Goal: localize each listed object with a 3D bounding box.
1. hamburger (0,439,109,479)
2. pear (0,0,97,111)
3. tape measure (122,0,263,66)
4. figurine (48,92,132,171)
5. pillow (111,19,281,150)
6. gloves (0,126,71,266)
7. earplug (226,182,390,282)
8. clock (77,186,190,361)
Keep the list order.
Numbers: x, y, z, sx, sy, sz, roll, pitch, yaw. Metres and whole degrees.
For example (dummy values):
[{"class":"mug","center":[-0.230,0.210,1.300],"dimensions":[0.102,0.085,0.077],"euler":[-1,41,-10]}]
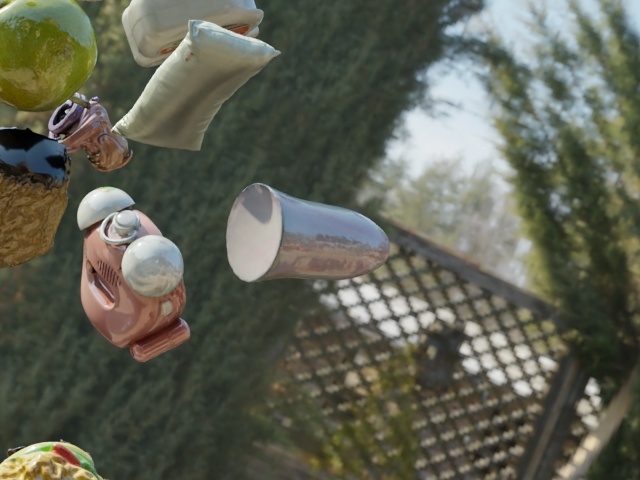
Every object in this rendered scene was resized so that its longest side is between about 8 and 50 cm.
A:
[{"class":"hamburger","center":[-0.469,0.462,2.054],"dimensions":[0.237,0.237,0.149],"euler":[24,-2,-6]},{"class":"pear","center":[-0.395,-0.252,1.704],"dimensions":[0.166,0.180,0.216],"euler":[7,-38,28]},{"class":"tape measure","center":[-0.234,-0.428,2.272],"dimensions":[0.258,0.130,0.265],"euler":[-17,-2,-17]},{"class":"figurine","center":[-0.407,-0.182,2.139],"dimensions":[0.157,0.126,0.114],"euler":[37,-19,-10]},{"class":"pillow","center":[-0.181,-0.211,1.733],"dimensions":[0.144,0.078,0.254],"euler":[8,-38,-36]},{"class":"gloves","center":[-0.482,-0.038,1.754],"dimensions":[0.203,0.155,0.356],"euler":[12,-26,-26]},{"class":"earplug","center":[0.000,0.000,2.169],"dimensions":[0.301,0.172,0.172],"euler":[7,7,-38]},{"class":"clock","center":[-0.218,0.035,1.358],"dimensions":[0.166,0.092,0.162],"euler":[44,-35,36]}]
